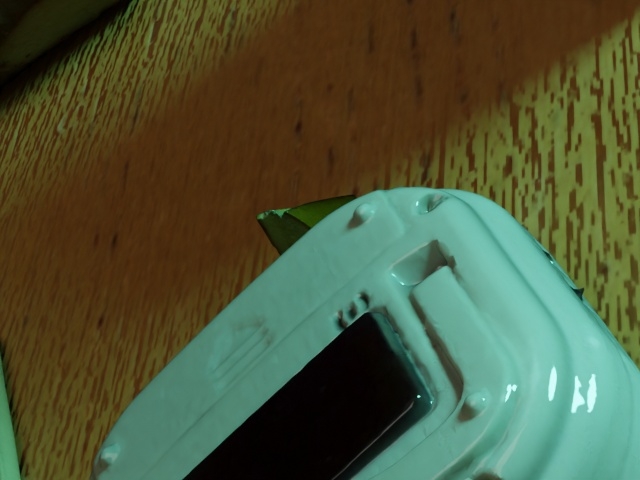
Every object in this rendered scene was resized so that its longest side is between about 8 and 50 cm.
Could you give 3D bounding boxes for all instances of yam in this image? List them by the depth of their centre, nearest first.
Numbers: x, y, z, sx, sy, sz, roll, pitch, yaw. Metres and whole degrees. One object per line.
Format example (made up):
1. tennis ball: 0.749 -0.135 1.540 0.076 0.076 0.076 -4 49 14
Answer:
1. yam: -0.248 -0.189 1.376 0.238 0.129 0.128 -28 36 30

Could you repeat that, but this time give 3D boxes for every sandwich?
1. sandwich: 0.000 0.000 0.941 0.031 0.044 0.083 -23 -4 30

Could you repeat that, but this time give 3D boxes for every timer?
1. timer: 0.007 0.101 0.770 0.262 0.087 0.237 -44 31 9

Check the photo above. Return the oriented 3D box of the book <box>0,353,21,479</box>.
1. book: -0.261 0.231 1.027 0.262 0.028 0.374 -44 31 11
